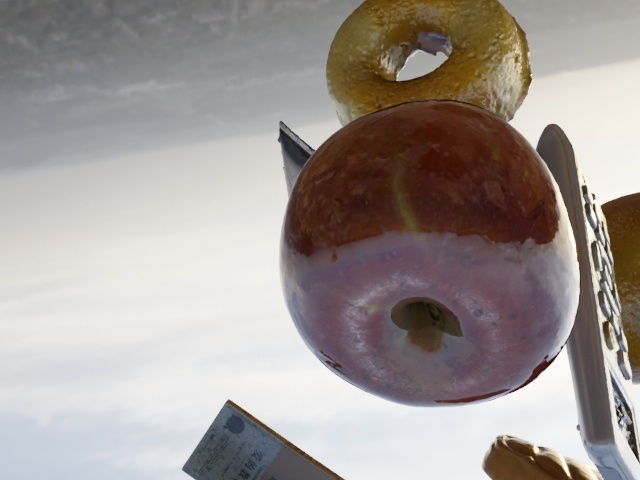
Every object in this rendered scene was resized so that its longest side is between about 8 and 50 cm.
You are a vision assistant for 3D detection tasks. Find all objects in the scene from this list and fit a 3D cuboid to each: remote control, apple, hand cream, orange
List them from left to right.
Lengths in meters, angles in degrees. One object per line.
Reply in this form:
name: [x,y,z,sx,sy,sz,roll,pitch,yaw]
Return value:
hand cream: [0.000,0.000,1.149,0.061,0.270,0.120,-20,-145,-18]
apple: [0.072,0.006,0.658,0.201,0.201,0.162,-9,-144,19]
remote control: [0.207,0.049,0.802,0.055,0.313,0.109,-15,139,22]
orange: [0.387,0.056,1.204,0.236,0.236,0.236,-11,-175,1]

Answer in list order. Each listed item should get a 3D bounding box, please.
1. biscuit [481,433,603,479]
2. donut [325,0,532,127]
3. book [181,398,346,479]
biscuit: [0.332,0.296,0.983,0.351,0.057,0.312,28,-177,-4]
donut: [0.092,-0.164,0.908,0.190,0.174,0.074,0,160,19]
book: [-0.068,0.278,1.187,0.172,0.118,0.012,34,-158,3]
